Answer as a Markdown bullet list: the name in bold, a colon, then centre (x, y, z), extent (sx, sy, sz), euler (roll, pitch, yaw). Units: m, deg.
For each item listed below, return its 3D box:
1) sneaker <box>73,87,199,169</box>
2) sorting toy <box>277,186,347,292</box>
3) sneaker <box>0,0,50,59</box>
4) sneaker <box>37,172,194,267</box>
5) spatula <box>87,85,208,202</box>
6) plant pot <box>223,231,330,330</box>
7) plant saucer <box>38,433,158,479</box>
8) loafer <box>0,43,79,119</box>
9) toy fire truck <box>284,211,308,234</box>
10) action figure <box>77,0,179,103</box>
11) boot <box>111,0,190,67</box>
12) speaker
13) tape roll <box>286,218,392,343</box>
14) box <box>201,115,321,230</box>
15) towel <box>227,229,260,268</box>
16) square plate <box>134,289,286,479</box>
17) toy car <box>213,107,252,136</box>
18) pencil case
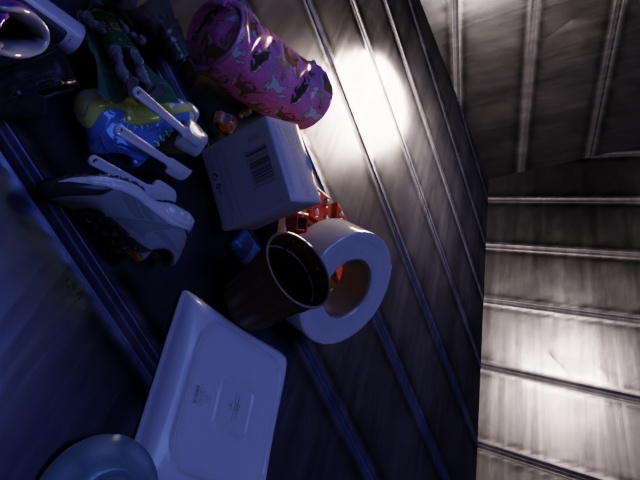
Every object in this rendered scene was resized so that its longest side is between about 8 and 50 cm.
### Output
- **sneaker**: centre (-0.309, -0.185, 0.926), extent (0.240, 0.091, 0.126), euler (-10, 101, -53)
- **sorting toy**: centre (0.000, 0.000, 1.381), extent (0.255, 0.090, 0.256), euler (36, 51, -51)
- **sneaker**: centre (-0.447, -0.273, 0.601), extent (0.282, 0.161, 0.102), euler (-13, 125, -60)
- **sneaker**: centre (-0.310, -0.031, 0.847), extent (0.272, 0.100, 0.107), euler (29, 64, -52)
- **spatula**: centre (-0.274, -0.148, 0.891), extent (0.168, 0.019, 0.242), euler (-59, 161, -4)
- **plant pot**: centre (-0.097, 0.093, 1.074), extent (0.167, 0.165, 0.166), euler (34, 38, -32)
- **plant saucer**: centre (-0.302, 0.372, 0.747), extent (0.195, 0.038, 0.194), euler (12, 73, -46)
- **loafer**: centre (-0.414, -0.199, 0.738), extent (0.078, 0.076, 0.223), euler (54, 33, -24)
- **toy fire truck**: centre (-0.102, -0.102, 1.189), extent (0.047, 0.135, 0.191), euler (5, 76, -60)
- **action figure**: centre (-0.330, -0.317, 0.871), extent (0.137, 0.063, 0.232), euler (-4, 53, -51)
- **boot**: centre (-0.280, -0.382, 0.946), extent (0.161, 0.084, 0.246), euler (60, 4, -27)
- **speaker**: centre (-0.421, -0.337, 0.794), extent (0.136, 0.055, 0.055), euler (33, 53, -53)
- **tape roll**: centre (0.034, 0.095, 1.257), extent (0.286, 0.100, 0.285), euler (-20, 122, -35)
- **box**: centre (-0.122, -0.131, 1.098), extent (0.119, 0.182, 0.180), euler (-4, 75, -60)
- **towel**: centre (-0.153, 0.033, 1.164), extent (0.119, 0.029, 0.067), euler (61, 35, -30)
- **square plate**: centre (-0.178, 0.317, 1.007), extent (0.344, 0.049, 0.346), euler (47, 43, -44)
- **toy car**: centre (-0.191, -0.281, 1.191), extent (0.060, 0.041, 0.122), euler (59, 35, -31)
- **pencil case**: centre (-0.126, -0.388, 1.222), extent (0.386, 0.160, 0.167), euler (15, 59, -57)
